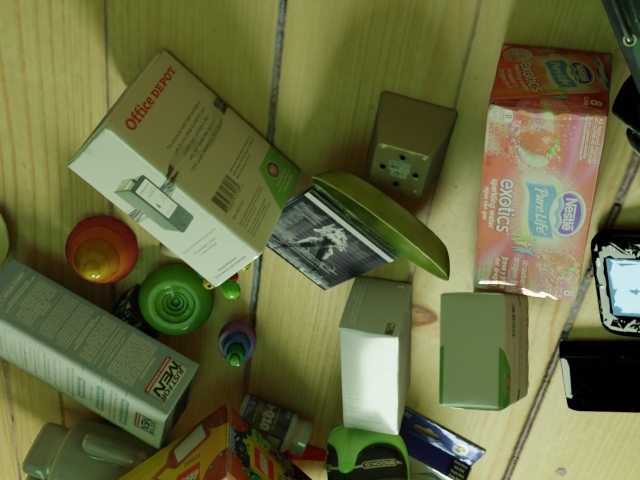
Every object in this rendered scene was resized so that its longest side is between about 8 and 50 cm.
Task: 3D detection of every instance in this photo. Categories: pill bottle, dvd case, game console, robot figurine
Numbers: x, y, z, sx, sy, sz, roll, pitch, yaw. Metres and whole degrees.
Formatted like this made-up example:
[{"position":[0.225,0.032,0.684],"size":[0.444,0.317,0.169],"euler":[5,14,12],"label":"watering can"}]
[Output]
[{"position":[-0.087,0.342,1.858],"size":[0.137,0.078,0.078],"euler":[22,133,0],"label":"pill bottle"},{"position":[0.000,0.000,1.530],"size":[0.164,0.018,0.221],"euler":[38,151,-14],"label":"dvd case"},{"position":[0.457,0.127,1.511],"size":[0.213,0.044,0.361],"euler":[-3,128,21],"label":"game console"},{"position":[-0.403,0.478,2.000],"size":[0.354,0.199,0.300],"euler":[17,142,5],"label":"robot figurine"}]

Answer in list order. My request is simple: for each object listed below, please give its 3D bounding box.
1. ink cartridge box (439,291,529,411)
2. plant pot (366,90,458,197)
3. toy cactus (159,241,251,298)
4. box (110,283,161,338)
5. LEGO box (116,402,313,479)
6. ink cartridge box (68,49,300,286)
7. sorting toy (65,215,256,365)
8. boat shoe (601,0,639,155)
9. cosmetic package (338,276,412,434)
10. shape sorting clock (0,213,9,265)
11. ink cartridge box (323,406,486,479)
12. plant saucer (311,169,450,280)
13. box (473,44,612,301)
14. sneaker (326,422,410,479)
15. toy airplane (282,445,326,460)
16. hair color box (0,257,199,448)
[{"position":[0.240,0.155,1.462],"size":[0.093,0.219,0.160],"euler":[0,86,20],"label":"ink cartridge box"},{"position":[0.116,-0.121,1.379],"size":[0.109,0.096,0.109],"euler":[16,133,5],"label":"plant pot"},{"position":[-0.197,-0.008,1.589],"size":[0.219,0.112,0.180],"euler":[52,151,-18],"label":"toy cactus"},{"position":[-0.315,0.130,1.766],"size":[0.083,0.062,0.052],"euler":[44,130,-19],"label":"box"},{"position":[-0.232,0.585,1.825],"size":[0.500,0.193,0.372],"euler":[-37,116,15],"label":"LEGO box"},{"position":[-0.185,-0.103,1.429],"size":[0.273,0.198,0.115],"euler":[41,131,-16],"label":"ink cartridge box"},{"position":[-0.262,0.102,1.655],"size":[0.366,0.126,0.127],"euler":[35,102,-11],"label":"sorting toy"},{"position":[0.432,-0.160,1.188],"size":[0.156,0.186,0.500],"euler":[-7,122,30],"label":"boat shoe"},{"position":[0.091,0.187,1.633],"size":[0.107,0.127,0.238],"euler":[5,129,14],"label":"cosmetic package"},{"position":[-0.629,-0.029,1.751],"size":[0.206,0.040,0.206],"euler":[8,120,14],"label":"shape sorting clock"},{"position":[0.151,0.404,1.851],"size":[0.223,0.045,0.224],"euler":[29,132,-7],"label":"ink cartridge box"},{"position":[0.093,-0.029,1.422],"size":[0.241,0.241,0.037],"euler":[39,87,-15],"label":"plant saucer"},{"position":[0.285,-0.084,1.315],"size":[0.142,0.154,0.299],"euler":[8,130,13],"label":"box"},{"position":[0.120,0.531,1.801],"size":[0.185,0.202,0.482],"euler":[-13,126,29],"label":"sneaker"},{"position":[-0.066,0.423,1.954],"size":[0.151,0.028,0.151],"euler":[9,131,10],"label":"toy airplane"},{"position":[-0.406,0.201,1.765],"size":[0.375,0.113,0.185],"euler":[30,149,4],"label":"hair color box"}]
